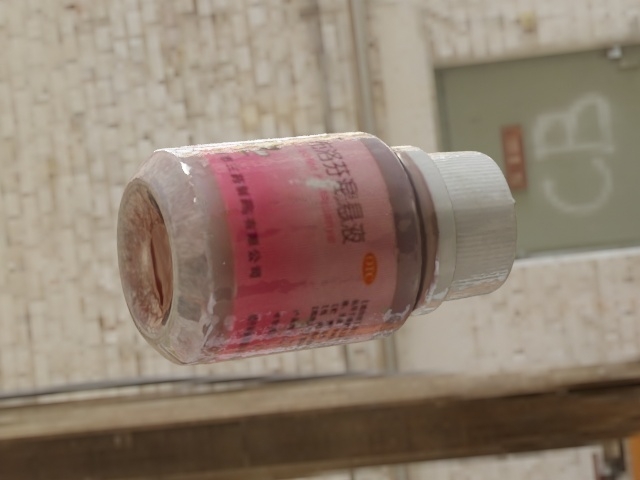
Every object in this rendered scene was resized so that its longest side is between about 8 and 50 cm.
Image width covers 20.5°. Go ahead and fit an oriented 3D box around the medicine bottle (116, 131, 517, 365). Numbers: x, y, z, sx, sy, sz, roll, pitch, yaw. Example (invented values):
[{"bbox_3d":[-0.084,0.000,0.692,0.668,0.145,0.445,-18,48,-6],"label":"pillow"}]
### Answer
[{"bbox_3d":[0.000,0.000,1.161,0.147,0.247,0.147,28,121,60],"label":"medicine bottle"}]
